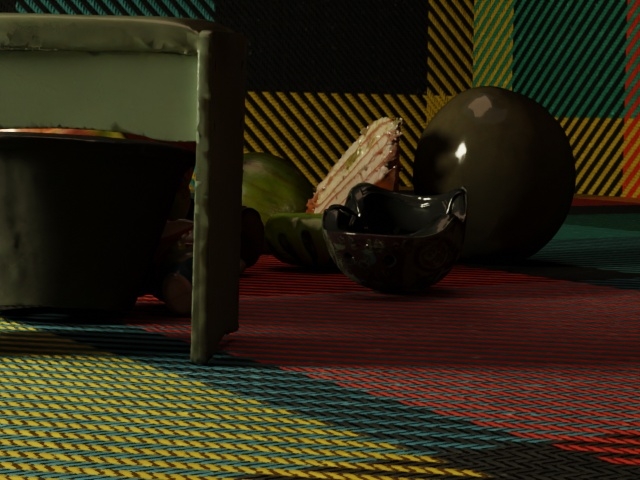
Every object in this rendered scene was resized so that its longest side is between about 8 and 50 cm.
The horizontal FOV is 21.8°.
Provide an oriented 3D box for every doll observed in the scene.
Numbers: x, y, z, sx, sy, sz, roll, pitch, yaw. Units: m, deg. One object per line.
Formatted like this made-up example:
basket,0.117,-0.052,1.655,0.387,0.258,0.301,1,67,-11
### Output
doll,-0.134,0.028,1.634,0.114,0.085,0.152,-18,17,-5

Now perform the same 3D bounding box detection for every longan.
longan,0.227,-0.093,2.177,0.248,0.248,0.248,1,4,0

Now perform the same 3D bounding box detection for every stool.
stool,-0.194,-0.047,1.347,0.244,0.269,0.170,3,7,7

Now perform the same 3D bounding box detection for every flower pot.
flower pot,-0.255,-0.015,1.566,0.269,0.166,0.269,5,-1,0

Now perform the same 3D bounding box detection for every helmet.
helmet,0.083,0.007,1.819,0.153,0.107,0.177,6,25,24

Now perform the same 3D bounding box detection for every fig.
fig,-0.038,-0.022,2.303,0.259,0.151,0.151,27,2,-5

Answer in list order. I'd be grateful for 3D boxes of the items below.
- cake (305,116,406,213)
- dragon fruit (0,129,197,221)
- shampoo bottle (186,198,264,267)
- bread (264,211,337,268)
cake,0.071,-0.060,2.151,0.135,0.098,0.287,23,-33,-7
dragon fruit,-0.284,-0.053,1.834,0.306,0.225,0.305,4,-27,2
shampoo bottle,-0.226,-0.013,2.041,0.323,0.084,0.129,2,-27,29
bread,0.000,0.000,2.074,0.130,0.071,0.139,0,1,25
